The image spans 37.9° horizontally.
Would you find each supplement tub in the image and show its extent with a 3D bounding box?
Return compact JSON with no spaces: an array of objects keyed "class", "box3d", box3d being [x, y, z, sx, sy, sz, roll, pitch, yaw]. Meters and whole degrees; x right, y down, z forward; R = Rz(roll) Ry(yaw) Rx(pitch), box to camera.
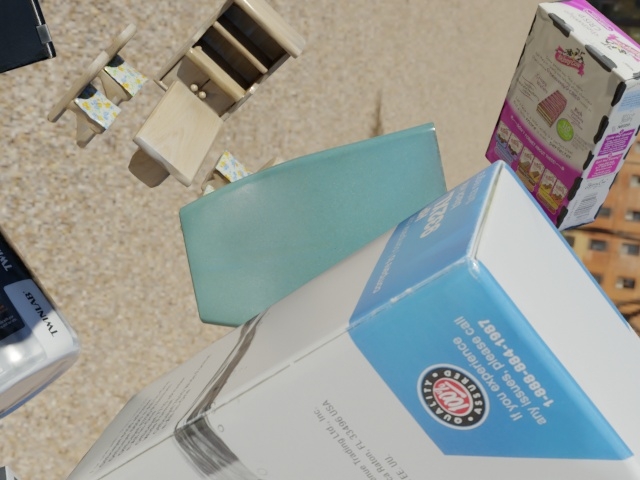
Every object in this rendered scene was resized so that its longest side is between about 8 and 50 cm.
[{"class":"supplement tub","box3d":[-0.457,0.063,1.149,0.193,0.316,0.193,-36,174,-4]}]

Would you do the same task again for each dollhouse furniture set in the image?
[{"class":"dollhouse furniture set","box3d":[-0.201,-0.254,1.641,0.256,0.362,0.394,-39,-161,30]}]

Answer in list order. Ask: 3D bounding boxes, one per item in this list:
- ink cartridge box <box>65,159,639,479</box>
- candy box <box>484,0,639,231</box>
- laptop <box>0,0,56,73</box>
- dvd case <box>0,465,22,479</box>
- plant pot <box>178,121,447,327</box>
[{"class":"ink cartridge box","box3d":[0.035,0.138,0.526,0.223,0.307,0.129,50,29,-11]},{"class":"candy box","box3d":[0.298,-0.148,1.119,0.159,0.071,0.233,56,-31,35]},{"class":"laptop","box3d":[-0.614,-0.455,1.532,0.408,0.236,0.382,24,-48,66]},{"class":"dvd case","box3d":[-0.326,0.406,1.138,0.179,0.029,0.239,-119,-175,-46]},{"class":"plant pot","box3d":[0.000,0.000,0.862,0.165,0.234,0.166,-54,133,-85]}]
